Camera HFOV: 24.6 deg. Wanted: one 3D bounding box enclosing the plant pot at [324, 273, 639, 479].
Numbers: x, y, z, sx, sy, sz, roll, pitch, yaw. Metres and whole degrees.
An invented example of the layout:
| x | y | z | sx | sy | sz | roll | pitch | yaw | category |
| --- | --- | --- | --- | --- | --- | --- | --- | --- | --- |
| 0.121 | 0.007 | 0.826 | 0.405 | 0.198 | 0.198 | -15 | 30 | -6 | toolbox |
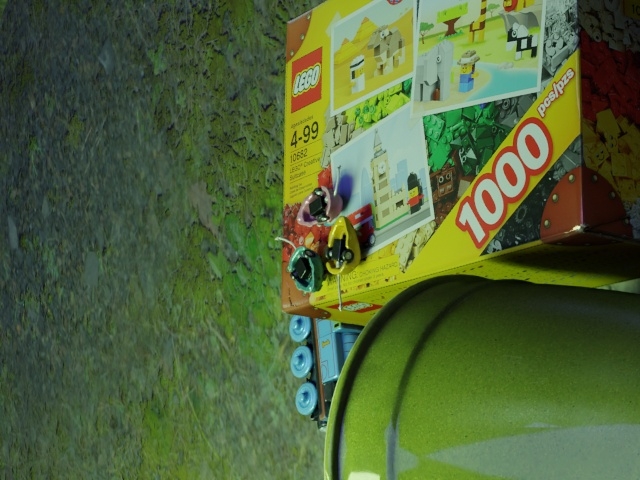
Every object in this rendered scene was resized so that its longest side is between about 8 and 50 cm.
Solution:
| x | y | z | sx | sy | sz | roll | pitch | yaw | category |
| --- | --- | --- | --- | --- | --- | --- | --- | --- | --- |
| 0.256 | 0.195 | 1.264 | 0.353 | 0.366 | 0.366 | -9 | 73 | 48 | plant pot |

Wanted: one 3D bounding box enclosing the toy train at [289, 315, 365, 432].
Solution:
| x | y | z | sx | sy | sz | roll | pitch | yaw | category |
| --- | --- | --- | --- | --- | --- | --- | --- | --- | --- |
| 0.018 | 0.148 | 1.864 | 0.105 | 0.080 | 0.184 | -29 | 58 | 43 | toy train |

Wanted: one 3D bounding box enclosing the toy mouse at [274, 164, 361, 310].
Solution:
| x | y | z | sx | sy | sz | roll | pitch | yaw | category |
| --- | --- | --- | --- | --- | --- | --- | --- | --- | --- |
| 0.000 | 0.000 | 1.622 | 0.143 | 0.031 | 0.161 | -5 | 79 | 56 | toy mouse |

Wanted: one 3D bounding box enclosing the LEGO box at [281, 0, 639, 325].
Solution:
| x | y | z | sx | sy | sz | roll | pitch | yaw | category |
| --- | --- | --- | --- | --- | --- | --- | --- | --- | --- |
| 0.173 | -0.126 | 1.600 | 0.500 | 0.193 | 0.372 | -19 | 66 | 53 | LEGO box |
